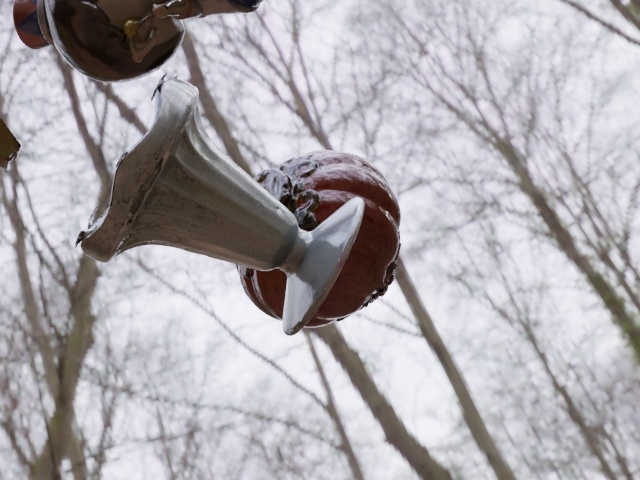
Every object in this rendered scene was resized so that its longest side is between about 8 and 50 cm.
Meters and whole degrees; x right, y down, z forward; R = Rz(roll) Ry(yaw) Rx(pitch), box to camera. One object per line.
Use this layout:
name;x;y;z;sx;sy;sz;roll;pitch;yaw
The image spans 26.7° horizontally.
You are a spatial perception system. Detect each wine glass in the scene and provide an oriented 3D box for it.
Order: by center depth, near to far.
wine glass;-0.079;-0.020;1.089;0.196;0.165;0.165;29;-60;-7

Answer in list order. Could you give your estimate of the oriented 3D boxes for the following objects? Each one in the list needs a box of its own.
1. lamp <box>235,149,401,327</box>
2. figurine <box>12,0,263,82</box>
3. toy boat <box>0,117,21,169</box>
lamp;0.000;0.000;1.647;0.227;0.227;0.227;-12;-45;-12
figurine;-0.185;-0.251;1.348;0.275;0.161;0.158;-28;-58;20
toy boat;-0.342;-0.124;1.267;0.149;0.049;0.047;48;-115;-22
